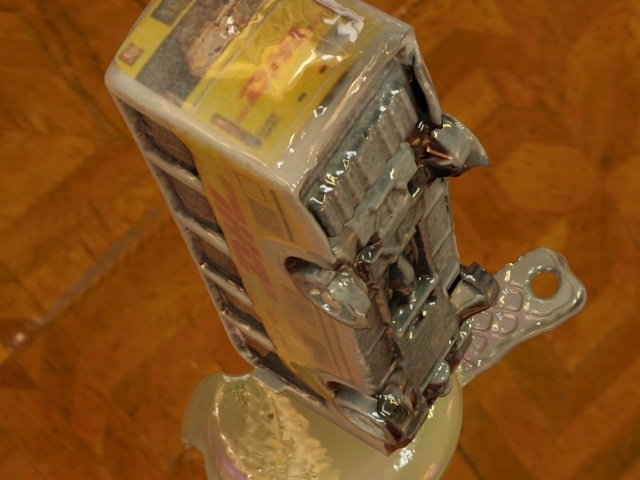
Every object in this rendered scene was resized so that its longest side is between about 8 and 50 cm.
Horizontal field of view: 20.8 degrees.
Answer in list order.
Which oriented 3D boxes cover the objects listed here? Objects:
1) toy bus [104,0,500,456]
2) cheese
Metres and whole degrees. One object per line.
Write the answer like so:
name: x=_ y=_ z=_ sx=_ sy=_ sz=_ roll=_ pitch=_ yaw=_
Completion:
toy bus: x=0.000 y=0.000 z=0.817 sx=0.097 sy=0.138 sz=0.342 roll=-56 pitch=162 yaw=-16
cheese: x=0.047 y=0.095 z=1.163 sx=0.286 sy=0.163 sz=0.082 roll=-35 pitch=154 yaw=-3
